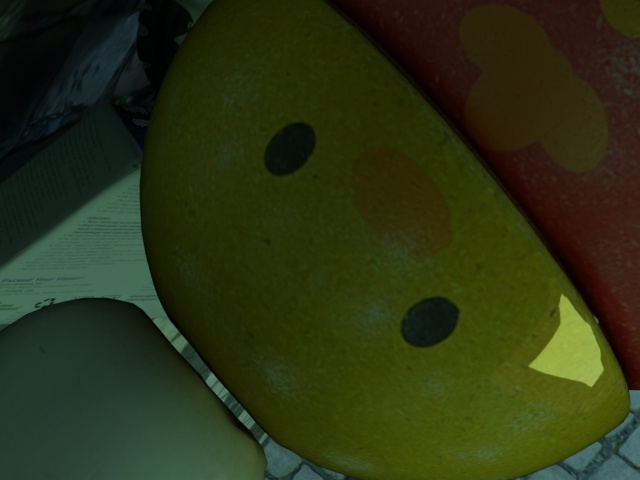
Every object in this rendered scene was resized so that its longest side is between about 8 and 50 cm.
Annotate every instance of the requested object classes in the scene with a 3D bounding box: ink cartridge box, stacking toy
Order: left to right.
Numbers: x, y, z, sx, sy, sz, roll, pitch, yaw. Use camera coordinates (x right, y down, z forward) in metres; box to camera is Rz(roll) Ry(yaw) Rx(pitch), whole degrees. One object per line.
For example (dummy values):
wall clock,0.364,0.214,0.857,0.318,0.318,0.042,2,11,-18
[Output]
ink cartridge box,-0.050,-0.021,0.829,0.224,0.045,0.223,-29,161,36
stacking toy,0.061,-0.023,0.607,0.480,0.350,0.350,-42,172,-5

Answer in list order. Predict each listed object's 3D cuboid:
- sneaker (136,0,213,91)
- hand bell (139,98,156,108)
sneaker,0.001,-0.188,0.804,0.279,0.107,0.118,-50,-168,19
hand bell,0.005,-0.145,0.998,0.242,0.126,0.126,-61,175,-12
